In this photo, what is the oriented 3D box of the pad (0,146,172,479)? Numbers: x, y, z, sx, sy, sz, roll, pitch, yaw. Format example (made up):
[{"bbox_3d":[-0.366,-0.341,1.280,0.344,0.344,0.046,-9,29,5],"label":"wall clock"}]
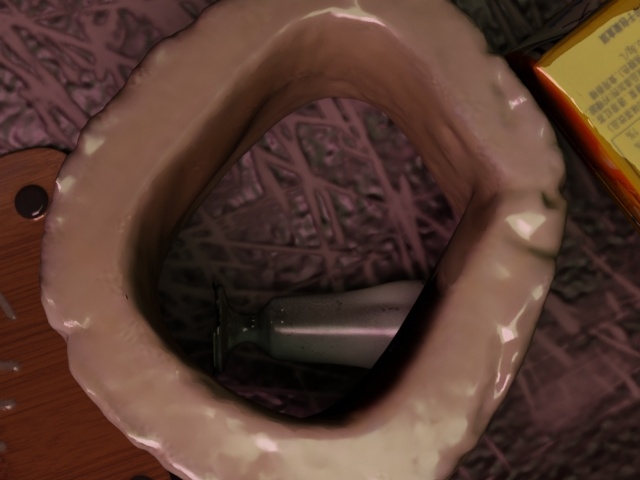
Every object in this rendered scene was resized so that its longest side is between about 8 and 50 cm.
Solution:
[{"bbox_3d":[-0.264,0.100,0.930,0.286,0.018,0.284,-19,75,2],"label":"pad"}]

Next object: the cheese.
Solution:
[{"bbox_3d":[0.002,0.002,0.856,0.292,0.153,0.332,31,81,7],"label":"cheese"}]

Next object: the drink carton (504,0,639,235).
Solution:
[{"bbox_3d":[0.274,-0.014,0.902,0.111,0.154,0.351,-39,98,6],"label":"drink carton"}]

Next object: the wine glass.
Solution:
[{"bbox_3d":[0.001,0.060,0.955,0.155,0.072,0.072,-1,100,0],"label":"wine glass"}]

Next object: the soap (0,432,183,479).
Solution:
[{"bbox_3d":[-0.130,0.241,0.977,0.259,0.081,0.181,16,97,-2],"label":"soap"}]
